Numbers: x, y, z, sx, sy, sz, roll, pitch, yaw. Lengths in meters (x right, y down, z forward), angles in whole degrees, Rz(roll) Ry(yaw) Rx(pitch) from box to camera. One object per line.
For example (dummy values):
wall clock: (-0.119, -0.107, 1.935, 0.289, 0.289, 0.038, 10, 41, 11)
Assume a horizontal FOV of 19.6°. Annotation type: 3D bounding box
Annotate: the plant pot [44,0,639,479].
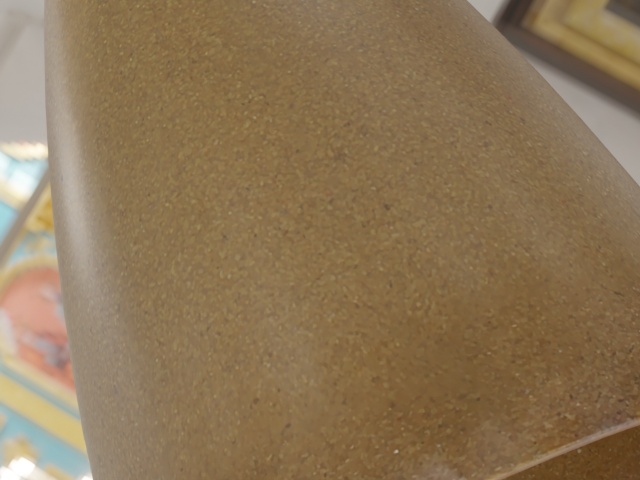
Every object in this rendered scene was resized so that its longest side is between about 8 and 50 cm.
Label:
plant pot: (0.000, 0.000, 0.660, 0.237, 0.254, 0.237, -23, -20, -9)
